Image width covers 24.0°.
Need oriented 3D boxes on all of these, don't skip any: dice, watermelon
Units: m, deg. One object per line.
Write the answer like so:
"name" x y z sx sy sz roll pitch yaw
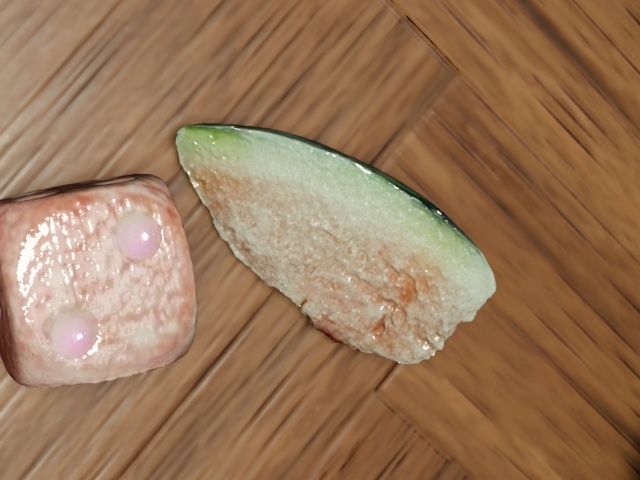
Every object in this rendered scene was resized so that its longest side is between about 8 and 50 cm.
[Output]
"dice" -0.116 0.019 0.743 0.091 0.093 0.094 -13 99 -20
"watermelon" 0.003 -0.009 0.804 0.180 0.081 0.094 43 94 -2
